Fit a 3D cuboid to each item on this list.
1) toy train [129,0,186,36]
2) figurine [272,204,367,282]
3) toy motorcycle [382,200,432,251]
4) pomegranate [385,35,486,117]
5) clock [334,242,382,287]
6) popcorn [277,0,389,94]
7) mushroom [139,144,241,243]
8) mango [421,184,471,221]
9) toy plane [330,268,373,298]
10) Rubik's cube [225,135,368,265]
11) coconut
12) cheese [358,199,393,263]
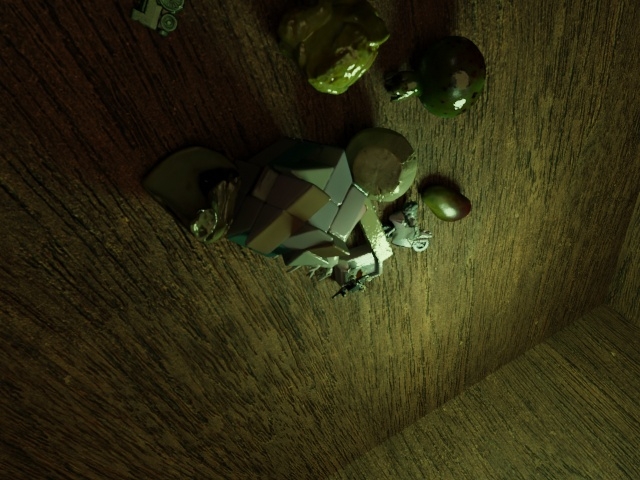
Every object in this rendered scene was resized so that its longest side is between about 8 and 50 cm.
[{"bbox_3d":[-0.362,-0.570,0.993,0.104,0.071,0.178,16,114,-26],"label":"toy train"},{"bbox_3d":[0.011,0.008,1.524,0.206,0.284,0.316,40,70,-35],"label":"figurine"},{"bbox_3d":[0.361,-0.062,1.741,0.239,0.108,0.204,8,117,-34],"label":"toy motorcycle"},{"bbox_3d":[0.376,-0.498,1.387,0.305,0.243,0.242,-29,135,17],"label":"pomegranate"},{"bbox_3d":[0.157,0.101,1.767,0.197,0.063,0.150,-19,128,-18],"label":"clock"},{"bbox_3d":[0.028,-0.541,1.149,0.276,0.277,0.225,-2,159,-29],"label":"popcorn"},{"bbox_3d":[-0.316,-0.125,1.196,0.217,0.292,0.212,-45,135,-14],"label":"mushroom"},{"bbox_3d":[0.521,-0.147,1.777,0.267,0.111,0.133,18,123,-33],"label":"mango"},{"bbox_3d":[0.121,0.188,1.718,0.188,0.062,0.135,-41,133,0],"label":"toy plane"},{"bbox_3d":[-0.085,-0.115,1.291,0.358,0.387,0.368,31,85,-45],"label":"Rubik's cube"},{"bbox_3d":[0.195,-0.253,1.428,0.244,0.247,0.245,4,112,9],"label":"coconut"},{"bbox_3d":[0.181,-0.078,1.635,0.085,0.034,0.400,-35,122,-11],"label":"cheese"}]
